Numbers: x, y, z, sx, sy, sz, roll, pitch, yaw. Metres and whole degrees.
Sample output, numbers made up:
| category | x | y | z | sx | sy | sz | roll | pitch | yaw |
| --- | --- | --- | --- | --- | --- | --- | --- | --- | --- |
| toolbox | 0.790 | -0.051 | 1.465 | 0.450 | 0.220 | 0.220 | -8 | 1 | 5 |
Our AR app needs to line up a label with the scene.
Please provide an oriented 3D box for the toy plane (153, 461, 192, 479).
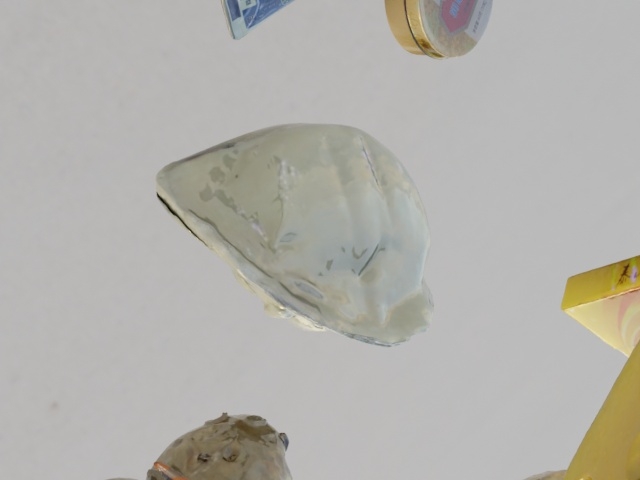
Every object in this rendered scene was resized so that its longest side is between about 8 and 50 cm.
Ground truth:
| category | x | y | z | sx | sy | sz | roll | pitch | yaw |
| --- | --- | --- | --- | --- | --- | --- | --- | --- | --- |
| toy plane | -0.050 | 0.217 | 1.107 | 0.062 | 0.188 | 0.135 | -60 | 160 | -13 |

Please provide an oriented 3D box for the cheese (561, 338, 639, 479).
| category | x | y | z | sx | sy | sz | roll | pitch | yaw |
| --- | --- | --- | --- | --- | --- | --- | --- | --- | --- |
| cheese | 0.172 | 0.045 | 0.570 | 0.171 | 0.093 | 0.126 | -67 | -161 | -11 |

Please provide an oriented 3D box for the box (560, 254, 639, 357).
| category | x | y | z | sx | sy | sz | roll | pitch | yaw |
| --- | --- | --- | --- | --- | --- | --- | --- | --- | --- |
| box | 0.346 | 0.092 | 1.342 | 0.152 | 0.269 | 0.043 | -22 | -139 | 46 |

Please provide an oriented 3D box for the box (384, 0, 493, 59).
| category | x | y | z | sx | sy | sz | roll | pitch | yaw |
| --- | --- | --- | --- | --- | --- | --- | --- | --- | --- |
| box | 0.094 | -0.196 | 1.272 | 0.105 | 0.037 | 0.105 | -12 | 105 | -49 |

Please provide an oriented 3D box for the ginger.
| category | x | y | z | sx | sy | sz | roll | pitch | yaw |
| --- | --- | --- | --- | --- | --- | --- | --- | --- | --- |
| ginger | -0.154 | 0.323 | 1.691 | 0.375 | 0.176 | 0.256 | -7 | 104 | -41 |

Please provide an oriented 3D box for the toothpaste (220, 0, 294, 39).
| category | x | y | z | sx | sy | sz | roll | pitch | yaw |
| --- | --- | --- | --- | --- | --- | --- | --- | --- | --- |
| toothpaste | -0.018 | -0.251 | 1.505 | 0.197 | 0.035 | 0.057 | -35 | 125 | -32 |

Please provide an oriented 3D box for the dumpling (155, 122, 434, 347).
| category | x | y | z | sx | sy | sz | roll | pitch | yaw |
| --- | --- | --- | --- | --- | --- | --- | --- | --- | --- |
| dumpling | 0.000 | 0.000 | 1.891 | 0.395 | 0.315 | 0.233 | 15 | 120 | -41 |

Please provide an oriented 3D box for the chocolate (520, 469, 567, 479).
| category | x | y | z | sx | sy | sz | roll | pitch | yaw |
| --- | --- | --- | --- | --- | --- | --- | --- | --- | --- |
| chocolate | 0.164 | 0.269 | 1.223 | 0.134 | 0.134 | 0.309 | -35 | 156 | -24 |
